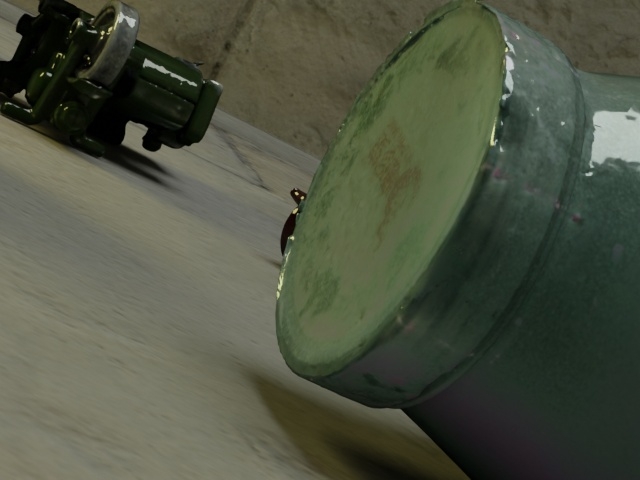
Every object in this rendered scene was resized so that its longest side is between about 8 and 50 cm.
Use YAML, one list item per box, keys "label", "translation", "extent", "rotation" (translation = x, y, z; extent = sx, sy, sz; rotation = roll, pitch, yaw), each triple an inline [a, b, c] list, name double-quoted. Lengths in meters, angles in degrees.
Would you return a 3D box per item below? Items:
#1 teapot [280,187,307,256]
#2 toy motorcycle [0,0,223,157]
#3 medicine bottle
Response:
- label: "teapot"
  translation: [0.000, 0.000, 1.256]
  extent: [0.045, 0.068, 0.100]
  rotation: [31, -29, 51]
- label: "toy motorcycle"
  translation: [-0.179, -0.133, 1.382]
  extent: [0.205, 0.127, 0.275]
  rotation: [26, -1, -26]
- label: "medicine bottle"
  translation: [0.148, 0.030, 0.773]
  extent: [0.290, 0.245, 0.245]
  rotation: [26, 6, -19]
